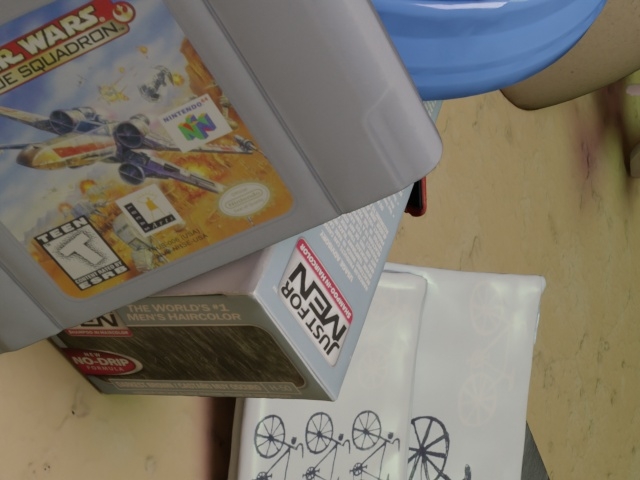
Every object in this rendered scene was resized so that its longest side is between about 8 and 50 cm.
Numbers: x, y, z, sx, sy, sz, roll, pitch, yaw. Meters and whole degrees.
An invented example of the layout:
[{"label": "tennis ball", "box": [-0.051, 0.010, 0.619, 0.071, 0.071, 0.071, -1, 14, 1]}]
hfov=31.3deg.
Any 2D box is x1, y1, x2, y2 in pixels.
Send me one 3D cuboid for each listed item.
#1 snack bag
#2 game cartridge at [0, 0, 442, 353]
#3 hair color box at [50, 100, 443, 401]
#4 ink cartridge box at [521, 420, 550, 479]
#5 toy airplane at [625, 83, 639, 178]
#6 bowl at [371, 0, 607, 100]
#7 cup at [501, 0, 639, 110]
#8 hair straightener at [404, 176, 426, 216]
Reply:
[{"label": "snack bag", "box": [0.066, 0.178, 0.943, 0.343, 0.037, 0.323, 7, 88, -40]}, {"label": "game cartridge", "box": [-0.110, -0.059, 0.582, 0.198, 0.297, 0.062, 54, 19, -41]}, {"label": "hair color box", "box": [-0.034, -0.075, 0.794, 0.113, 0.185, 0.374, 57, 42, -39]}, {"label": "ink cartridge box", "box": [0.131, 0.263, 1.124, 0.303, 0.072, 0.307, -59, 136, -41]}, {"label": "toy airplane", "box": [0.510, -0.243, 1.644, 0.386, 0.272, 0.384, 136, -36, -86]}, {"label": "bowl", "box": [0.029, -0.270, 0.770, 0.077, 0.391, 0.391, 112, 0, -55]}, {"label": "cup", "box": [0.344, -0.334, 1.369, 0.331, 0.237, 0.331, 11, 77, -57]}, {"label": "hair straightener", "box": [0.056, -0.128, 1.037, 0.089, 0.047, 0.230, -10, 111, -31]}]
